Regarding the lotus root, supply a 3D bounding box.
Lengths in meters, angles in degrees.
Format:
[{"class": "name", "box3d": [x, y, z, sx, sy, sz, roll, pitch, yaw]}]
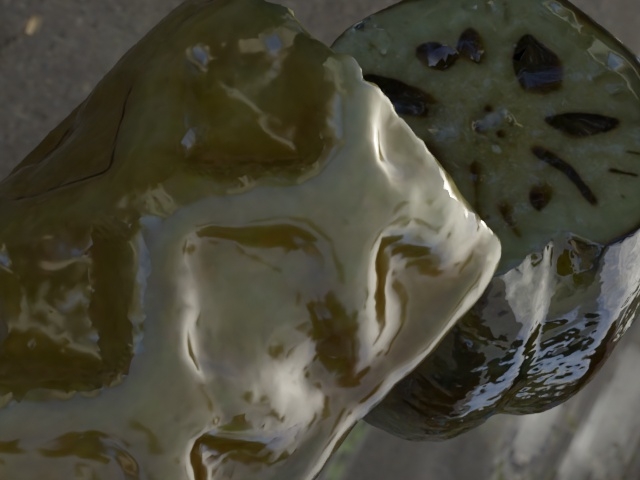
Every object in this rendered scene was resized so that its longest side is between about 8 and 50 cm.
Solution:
[{"class": "lotus root", "box3d": [0.101, 0.003, 1.145, 0.250, 0.250, 0.346, -51, 163, -29]}]

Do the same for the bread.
[{"class": "bread", "box3d": [-0.064, 0.031, 0.742, 0.252, 0.196, 0.238, -49, -169, -1]}]
